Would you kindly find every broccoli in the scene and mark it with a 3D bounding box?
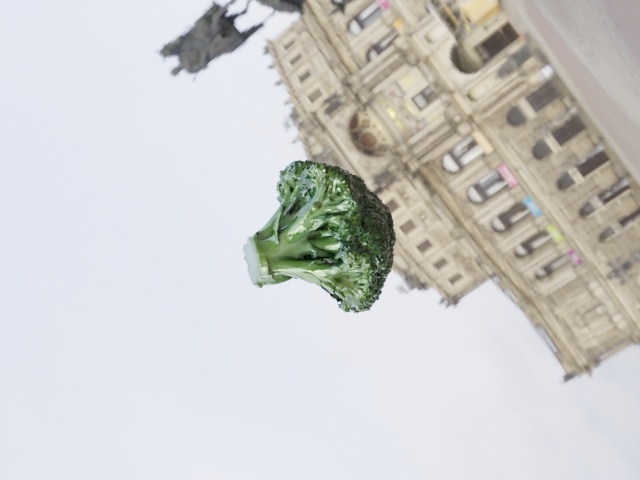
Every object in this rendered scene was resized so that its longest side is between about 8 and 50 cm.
[{"bbox_3d":[0.000,0.000,1.296,0.261,0.241,0.269,109,144,-61],"label":"broccoli"}]
